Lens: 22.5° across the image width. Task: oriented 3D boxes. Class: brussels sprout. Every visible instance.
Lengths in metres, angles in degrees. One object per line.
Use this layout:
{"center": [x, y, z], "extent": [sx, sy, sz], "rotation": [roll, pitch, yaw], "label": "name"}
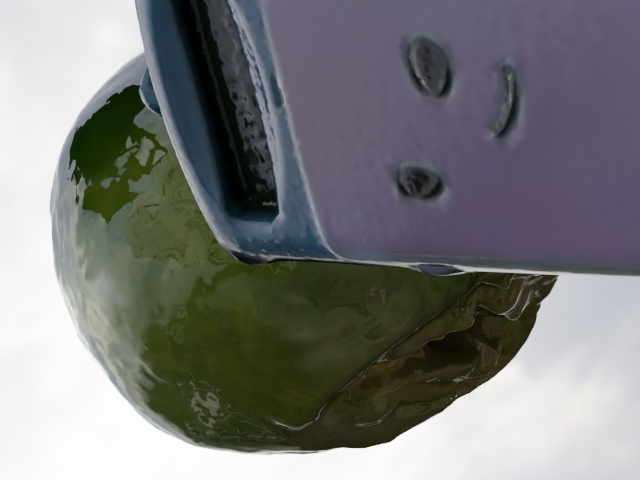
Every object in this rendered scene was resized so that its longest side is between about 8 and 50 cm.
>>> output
{"center": [0.000, 0.000, 0.961], "extent": [0.344, 0.344, 0.268], "rotation": [-6, -68, -57], "label": "brussels sprout"}

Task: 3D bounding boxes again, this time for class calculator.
{"center": [0.040, -0.066, 0.622], "extent": [0.051, 0.293, 0.173], "rotation": [-39, -58, -45], "label": "calculator"}
